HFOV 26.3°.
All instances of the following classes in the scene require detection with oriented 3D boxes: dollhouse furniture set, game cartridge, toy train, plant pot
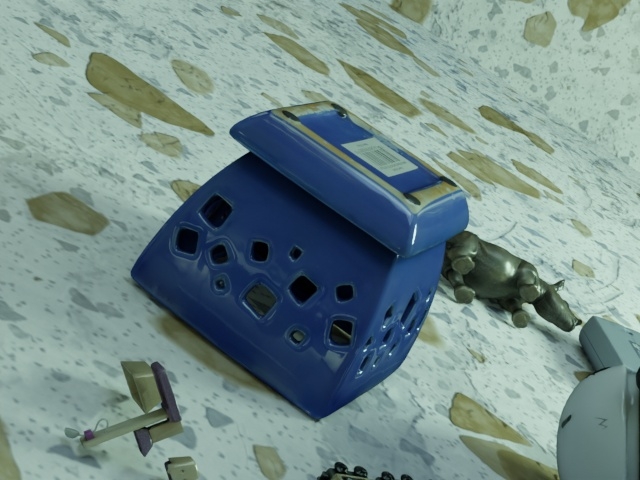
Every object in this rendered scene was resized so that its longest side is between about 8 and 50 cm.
[{"bbox_3d":[-0.152,0.142,1.035,0.081,0.091,0.114,-19,11,-15],"label":"dollhouse furniture set"},{"bbox_3d":[0.478,0.204,1.789,0.294,0.060,0.196,27,22,-15],"label":"game cartridge"},{"bbox_3d":[0.061,0.215,1.154,0.158,0.027,0.036,18,34,-37],"label":"toy train"},{"bbox_3d":[0.000,0.000,1.316,0.236,0.212,0.236,35,19,14],"label":"plant pot"}]

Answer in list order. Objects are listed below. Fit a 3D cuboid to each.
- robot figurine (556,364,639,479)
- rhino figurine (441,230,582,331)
[{"bbox_3d":[0.368,0.203,1.322,0.278,0.209,0.173,1,5,12],"label":"robot figurine"},{"bbox_3d":[0.249,0.058,1.775,0.243,0.073,0.106,25,22,-23],"label":"rhino figurine"}]
